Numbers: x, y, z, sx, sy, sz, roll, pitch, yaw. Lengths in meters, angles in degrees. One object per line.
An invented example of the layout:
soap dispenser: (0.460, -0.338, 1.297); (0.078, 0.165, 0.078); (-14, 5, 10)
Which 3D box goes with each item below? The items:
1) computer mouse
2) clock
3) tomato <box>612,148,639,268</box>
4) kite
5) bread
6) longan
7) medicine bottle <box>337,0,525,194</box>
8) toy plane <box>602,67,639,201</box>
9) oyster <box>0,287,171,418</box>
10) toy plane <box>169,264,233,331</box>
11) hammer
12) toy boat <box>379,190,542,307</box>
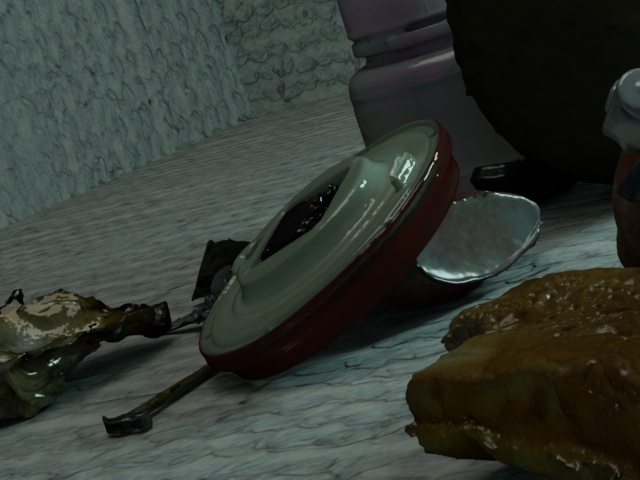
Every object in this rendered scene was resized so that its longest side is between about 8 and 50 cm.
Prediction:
computer mouse: (0.248, -0.070, 2.183); (0.172, 0.057, 0.099); (-11, 1, -37)
clock: (0.000, 0.000, 1.783); (0.318, 0.080, 0.318); (-40, 17, 15)
tomato: (0.300, -0.028, 1.459); (0.180, 0.155, 0.214); (23, 19, 17)
kite: (-0.061, 0.009, 2.203); (0.250, 0.012, 0.229); (-36, -21, 21)
bread: (0.173, 0.092, 1.175); (0.185, 0.109, 0.380); (-29, 11, -22)
longan: (0.314, -0.252, 2.048); (0.391, 0.391, 0.391); (-18, 9, 3)
medicine bottle: (0.159, -0.214, 2.360); (0.256, 0.325, 0.256); (-17, 8, 2)
toy plane: (0.282, -0.012, 1.207); (0.122, 0.267, 0.267); (-45, 15, -13)
oyster: (-0.315, 0.130, 1.986); (0.221, 0.096, 0.361); (-8, 13, 28)
toy plane: (-0.096, 0.058, 2.083); (0.226, 0.058, 0.226); (-33, 5, 16)
hammer: (-0.146, 0.147, 1.779); (0.062, 0.017, 0.182); (-13, 9, 30)
toy boat: (0.093, 0.021, 1.898); (0.206, 0.096, 0.282); (-29, 0, -31)
